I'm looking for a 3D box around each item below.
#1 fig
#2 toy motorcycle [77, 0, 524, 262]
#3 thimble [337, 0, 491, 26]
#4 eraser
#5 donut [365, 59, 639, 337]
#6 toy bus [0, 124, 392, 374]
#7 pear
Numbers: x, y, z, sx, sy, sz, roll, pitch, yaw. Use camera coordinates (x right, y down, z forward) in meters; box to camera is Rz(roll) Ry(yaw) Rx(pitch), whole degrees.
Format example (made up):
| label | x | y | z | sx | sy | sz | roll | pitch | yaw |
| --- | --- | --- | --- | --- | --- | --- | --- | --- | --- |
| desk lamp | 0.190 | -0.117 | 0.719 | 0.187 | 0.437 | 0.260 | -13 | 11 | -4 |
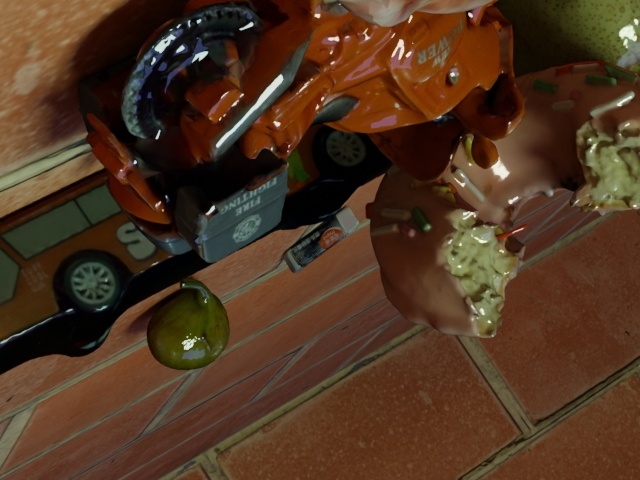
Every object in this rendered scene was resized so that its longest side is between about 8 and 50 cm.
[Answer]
| label | x | y | z | sx | sy | sz | roll | pitch | yaw |
| --- | --- | --- | --- | --- | --- | --- | --- | --- | --- |
| fig | -0.125 | 0.079 | 1.507 | 0.084 | 0.082 | 0.098 | 15 | 123 | -30 |
| toy motorcycle | 0.006 | -0.096 | 0.907 | 0.325 | 0.148 | 0.221 | -31 | 148 | -25 |
| thimble | 0.065 | -0.194 | 0.498 | 0.239 | 0.162 | 0.239 | -33 | 169 | -7 |
| eraser | 0.000 | 0.000 | 1.643 | 0.099 | 0.027 | 0.019 | -36 | 168 | 18 |
| donut | 0.130 | -0.042 | 1.033 | 0.233 | 0.085 | 0.199 | -35 | -150 | -4 |
| toy bus | -0.076 | -0.026 | 1.069 | 0.409 | 0.092 | 0.093 | -29 | 167 | -27 |
| pear | 0.209 | -0.175 | 1.136 | 0.167 | 0.137 | 0.167 | -30 | 175 | -3 |
